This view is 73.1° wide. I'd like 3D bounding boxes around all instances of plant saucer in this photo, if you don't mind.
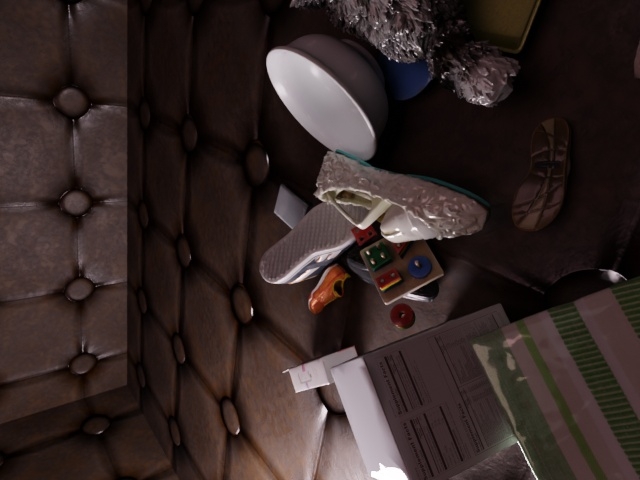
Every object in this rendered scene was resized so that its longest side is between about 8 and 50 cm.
[{"bbox_3d":[0.290,-0.417,0.705,0.188,0.045,0.189,38,124,40],"label":"plant saucer"}]

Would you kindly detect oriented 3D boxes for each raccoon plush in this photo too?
[{"bbox_3d":[0.089,-0.398,0.672,0.446,0.299,0.216,56,136,44],"label":"raccoon plush"}]

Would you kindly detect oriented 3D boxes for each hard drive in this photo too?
[{"bbox_3d":[-0.078,-0.088,1.216,0.135,0.022,0.094,41,126,38],"label":"hard drive"}]

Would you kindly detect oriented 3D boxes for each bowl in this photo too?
[{"bbox_3d":[0.039,-0.318,0.903,0.134,0.298,0.297,-49,47,-9],"label":"bowl"}]

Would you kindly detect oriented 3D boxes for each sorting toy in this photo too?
[{"bbox_3d":[0.154,0.032,0.877,0.132,0.046,0.275,-30,57,11],"label":"sorting toy"}]

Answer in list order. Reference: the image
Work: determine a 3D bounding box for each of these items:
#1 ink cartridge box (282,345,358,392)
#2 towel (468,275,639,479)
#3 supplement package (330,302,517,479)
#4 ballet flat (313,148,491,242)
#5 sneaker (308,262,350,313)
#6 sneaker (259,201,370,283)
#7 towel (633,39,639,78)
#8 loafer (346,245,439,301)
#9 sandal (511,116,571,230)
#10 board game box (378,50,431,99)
[{"bbox_3d":[0.000,0.339,1.125,0.198,0.115,0.067,-34,70,48],"label":"ink cartridge box"},{"bbox_3d":[0.407,0.190,0.574,0.324,0.038,0.248,-28,73,20],"label":"towel"},{"bbox_3d":[0.190,0.256,0.730,0.199,0.262,0.198,122,129,-65],"label":"supplement package"},{"bbox_3d":[0.135,-0.068,0.859,0.408,0.146,0.147,30,118,45],"label":"ballet flat"},{"bbox_3d":[0.019,0.137,1.111,0.067,0.064,0.175,45,132,23],"label":"sneaker"},{"bbox_3d":[0.000,0.000,1.076,0.321,0.127,0.126,-33,70,21],"label":"sneaker"},{"bbox_3d":[0.443,-0.265,0.428,0.187,0.049,0.282,38,163,40],"label":"towel"},{"bbox_3d":[0.156,0.077,0.938,0.223,0.076,0.078,23,153,36],"label":"loafer"},{"bbox_3d":[0.358,-0.101,0.683,0.072,0.049,0.180,13,91,43],"label":"sandal"},{"bbox_3d":[0.182,-0.361,0.854,0.133,0.033,0.169,-41,59,48],"label":"board game box"}]
